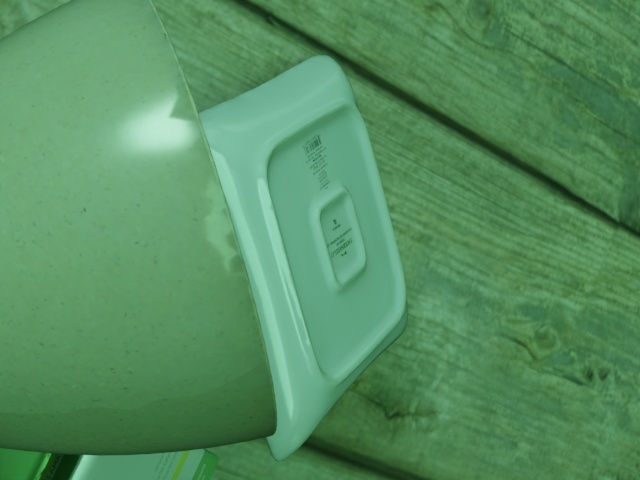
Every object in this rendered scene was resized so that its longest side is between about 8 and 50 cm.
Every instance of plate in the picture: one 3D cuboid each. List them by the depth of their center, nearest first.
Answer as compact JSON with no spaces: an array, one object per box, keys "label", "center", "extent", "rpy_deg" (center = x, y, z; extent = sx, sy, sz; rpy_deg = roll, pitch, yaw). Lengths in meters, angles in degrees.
[{"label":"plate","center":[0.000,0.000,1.115],"extent":[0.277,0.045,0.278],"rpy_deg":[-38,116,-59]}]

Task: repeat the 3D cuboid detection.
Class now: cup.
[{"label":"cup","center":[-0.193,0.011,0.917],"extent":[0.237,0.331,0.331],"rpy_deg":[-17,103,-10]}]

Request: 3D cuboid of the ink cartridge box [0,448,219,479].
[{"label":"ink cartridge box","center":[-0.211,0.196,1.042],"extent":[0.235,0.056,0.171],"rpy_deg":[34,73,-34]}]
